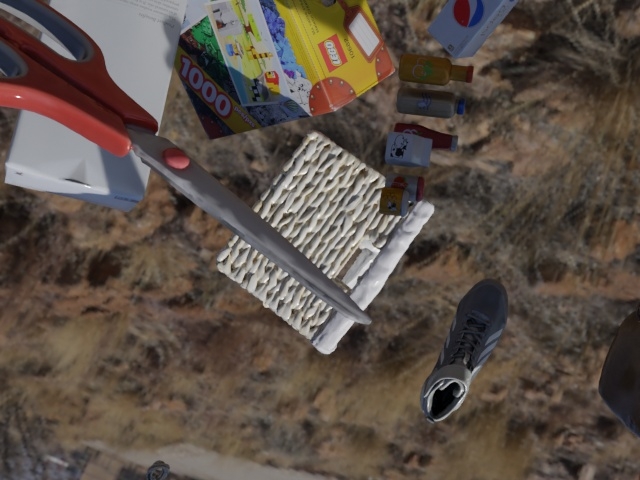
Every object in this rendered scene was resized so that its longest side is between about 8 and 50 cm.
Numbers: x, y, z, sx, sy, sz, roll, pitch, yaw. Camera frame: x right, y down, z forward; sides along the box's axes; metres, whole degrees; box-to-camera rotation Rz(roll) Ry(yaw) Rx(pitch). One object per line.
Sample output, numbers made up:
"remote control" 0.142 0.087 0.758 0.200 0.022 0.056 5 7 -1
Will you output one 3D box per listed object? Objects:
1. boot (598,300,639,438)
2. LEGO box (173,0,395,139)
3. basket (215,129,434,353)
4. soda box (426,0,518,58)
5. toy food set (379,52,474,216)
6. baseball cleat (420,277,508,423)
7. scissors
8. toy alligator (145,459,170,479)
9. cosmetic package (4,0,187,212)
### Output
"boot" 0.375 0.082 0.945 0.112 0.305 0.115 -9 -146 -34
"LEGO box" -0.140 -0.468 1.632 0.372 0.193 0.500 -6 116 47
"basket" 0.000 0.000 1.690 0.266 0.328 0.331 36 178 0
"soda box" 0.265 -0.387 1.390 0.074 0.216 0.069 48 -147 14
"toy food set" 0.153 -0.142 1.288 0.105 0.232 0.111 8 173 8
"baseball cleat" 0.195 0.149 1.179 0.072 0.206 0.109 23 -176 3
"scissors" -0.090 -0.058 0.490 0.297 0.109 0.021 29 124 -6
"toy alligator" -0.198 0.327 0.972 0.056 0.189 0.051 12 -155 -25
"cosmetic package" -0.357 -0.258 1.438 0.217 0.385 0.156 16 170 -19
